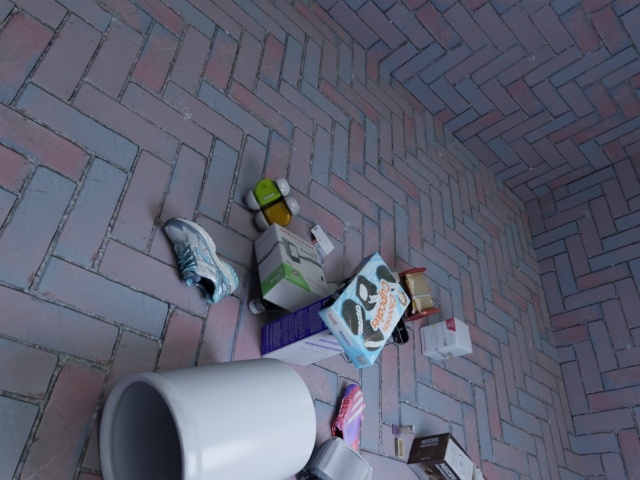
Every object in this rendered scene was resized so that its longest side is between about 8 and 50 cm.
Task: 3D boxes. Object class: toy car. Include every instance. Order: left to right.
[{"bbox_3d":[-0.163,-0.128,1.756,0.182,0.159,0.136,63,3,2],"label":"toy car"}]

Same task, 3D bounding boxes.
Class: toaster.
[{"bbox_3d":[0.046,0.687,1.468,0.227,0.129,0.146,40,40,4],"label":"toaster"}]

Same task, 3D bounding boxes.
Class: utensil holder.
[{"bbox_3d":[-0.245,0.447,1.151,0.385,0.328,0.327,7,63,-49],"label":"utensil holder"}]

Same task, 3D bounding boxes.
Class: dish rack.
[{"bbox_3d":[0.177,0.321,1.833,0.272,0.074,0.208,-18,86,-27],"label":"dish rack"}]

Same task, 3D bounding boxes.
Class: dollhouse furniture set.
[{"bbox_3d":[0.285,0.237,2.052,0.374,0.152,0.201,-3,70,-31],"label":"dollhouse furniture set"},{"bbox_3d":[0.321,0.726,1.810,0.091,0.081,0.114,30,48,-34],"label":"dollhouse furniture set"}]

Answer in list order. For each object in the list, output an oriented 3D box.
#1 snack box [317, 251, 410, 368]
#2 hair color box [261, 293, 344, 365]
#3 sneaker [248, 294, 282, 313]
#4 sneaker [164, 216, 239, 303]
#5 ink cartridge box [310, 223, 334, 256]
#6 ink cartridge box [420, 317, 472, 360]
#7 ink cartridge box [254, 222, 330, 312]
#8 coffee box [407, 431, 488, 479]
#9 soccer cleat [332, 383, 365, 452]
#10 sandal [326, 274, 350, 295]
[{"bbox_3d":[0.132,0.183,1.392,0.187,0.060,0.322,55,37,-7],"label":"snack box"},{"bbox_3d":[-0.004,0.276,1.508,0.185,0.339,0.110,24,52,-38],"label":"hair color box"},{"bbox_3d":[-0.148,0.194,1.610,0.170,0.075,0.063,-6,73,-50],"label":"sneaker"},{"bbox_3d":[-0.354,0.060,1.435,0.283,0.110,0.122,51,42,-13],"label":"sneaker"},{"bbox_3d":[0.000,0.000,1.935,0.115,0.029,0.063,55,39,-6],"label":"ink cartridge box"},{"bbox_3d":[0.542,0.432,2.166,0.127,0.176,0.128,30,49,-38],"label":"ink cartridge box"},{"bbox_3d":[-0.095,0.097,1.627,0.198,0.115,0.273,32,26,-34],"label":"ink cartridge box"},{"bbox_3d":[0.479,0.861,1.837,0.297,0.168,0.119,52,39,-13],"label":"coffee box"},{"bbox_3d":[0.085,0.583,1.637,0.095,0.083,0.248,31,50,-27],"label":"soccer cleat"},{"bbox_3d":[0.078,0.200,1.842,0.303,0.086,0.120,-18,77,-36],"label":"sandal"}]
